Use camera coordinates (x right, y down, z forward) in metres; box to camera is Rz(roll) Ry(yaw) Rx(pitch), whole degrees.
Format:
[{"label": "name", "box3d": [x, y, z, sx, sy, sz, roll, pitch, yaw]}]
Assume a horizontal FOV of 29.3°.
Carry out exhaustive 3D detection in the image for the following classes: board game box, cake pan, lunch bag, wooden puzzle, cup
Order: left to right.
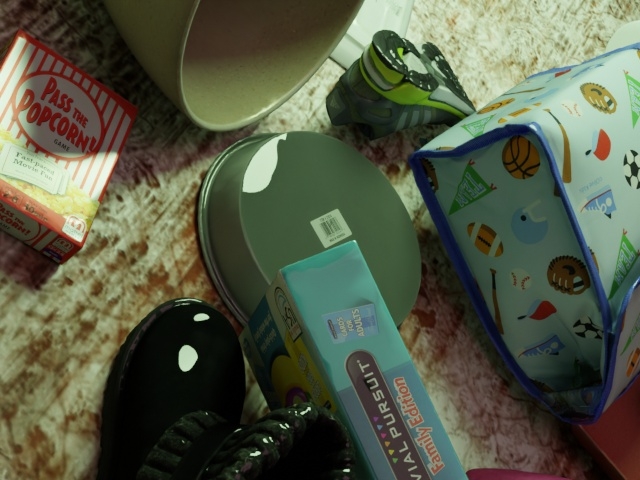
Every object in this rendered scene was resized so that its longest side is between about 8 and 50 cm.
[{"label": "board game box", "box3d": [-0.274, -0.093, 1.193, 0.147, 0.045, 0.193, 33, 47, -23]}, {"label": "cup", "box3d": [-0.118, -0.318, 1.308, 0.237, 0.331, 0.331, 37, 39, 19]}, {"label": "cake pan", "box3d": [0.000, 0.000, 1.370, 0.293, 0.054, 0.293, 19, 56, -31]}, {"label": "board game box", "box3d": [0.041, 0.197, 1.109, 0.079, 0.254, 0.336, -21, 78, -17]}, {"label": "wooden puzzle", "box3d": [0.156, -0.112, 1.620, 0.083, 0.006, 0.049, 4, 64, -41]}, {"label": "lunch bag", "box3d": [0.338, -0.009, 1.528, 0.328, 0.239, 0.385, -32, 105, -43]}]

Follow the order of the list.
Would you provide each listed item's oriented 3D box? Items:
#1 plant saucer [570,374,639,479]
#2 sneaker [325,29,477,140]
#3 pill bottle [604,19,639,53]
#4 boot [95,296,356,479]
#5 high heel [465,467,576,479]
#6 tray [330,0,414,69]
[{"label": "plant saucer", "box3d": [0.440, 0.256, 1.625, 0.258, 0.048, 0.259, 49, 44, -8]}, {"label": "sneaker", "box3d": [0.100, -0.184, 1.545, 0.300, 0.121, 0.111, 8, 52, -61]}, {"label": "pill bottle", "box3d": [0.596, -0.302, 2.018, 0.278, 0.162, 0.162, -13, 75, -45]}, {"label": "boot", "box3d": [-0.081, 0.166, 1.051, 0.131, 0.260, 0.347, 29, 50, -26]}, {"label": "high heel", "box3d": [0.340, 0.320, 1.441, 0.377, 0.127, 0.181, 14, 22, -44]}, {"label": "tray", "box3d": [0.070, -0.325, 1.654, 0.145, 0.030, 0.270, 35, 47, -23]}]
